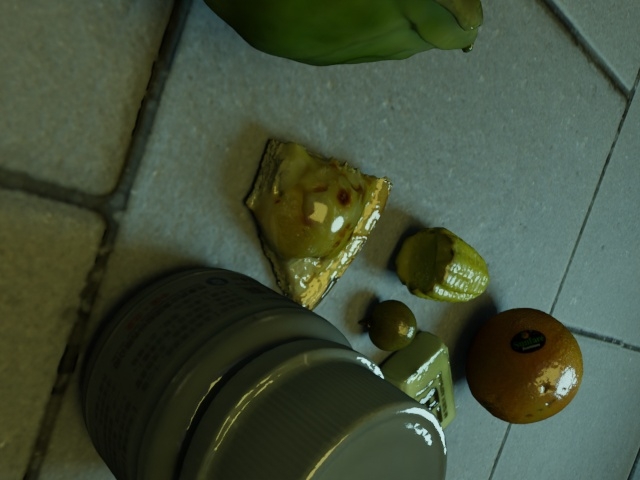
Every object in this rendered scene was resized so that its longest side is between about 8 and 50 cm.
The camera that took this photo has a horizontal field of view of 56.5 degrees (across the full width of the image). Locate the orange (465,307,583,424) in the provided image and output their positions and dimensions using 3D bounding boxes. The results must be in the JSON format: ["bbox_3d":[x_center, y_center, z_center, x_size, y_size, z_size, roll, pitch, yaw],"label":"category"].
[{"bbox_3d":[0.351,0.217,1.035,0.206,0.206,0.206,-16,116,-37],"label":"orange"}]

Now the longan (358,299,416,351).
[{"bbox_3d":[0.096,0.121,0.858,0.083,0.075,0.075,9,103,-1],"label":"longan"}]

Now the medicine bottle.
[{"bbox_3d":[-0.061,0.178,0.566,0.245,0.306,0.245,-17,117,-37],"label":"medicine bottle"}]

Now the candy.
[{"bbox_3d":[0.198,0.046,0.904,0.198,0.094,0.106,21,90,-51],"label":"candy"}]

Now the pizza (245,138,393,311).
[{"bbox_3d":[-0.003,-0.007,0.709,0.188,0.080,0.204,23,91,-44],"label":"pizza"}]

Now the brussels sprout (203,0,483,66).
[{"bbox_3d":[0.025,-0.353,0.418,0.360,0.342,0.426,-2,96,-49],"label":"brussels sprout"}]

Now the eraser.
[{"bbox_3d":[0.161,0.247,0.963,0.117,0.058,0.172,-32,124,-30],"label":"eraser"}]
